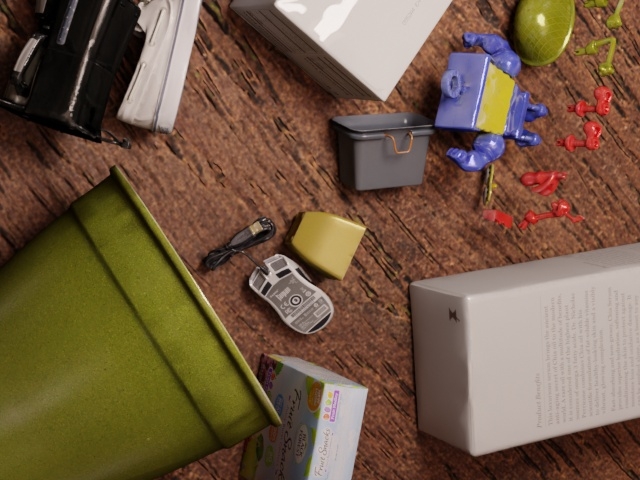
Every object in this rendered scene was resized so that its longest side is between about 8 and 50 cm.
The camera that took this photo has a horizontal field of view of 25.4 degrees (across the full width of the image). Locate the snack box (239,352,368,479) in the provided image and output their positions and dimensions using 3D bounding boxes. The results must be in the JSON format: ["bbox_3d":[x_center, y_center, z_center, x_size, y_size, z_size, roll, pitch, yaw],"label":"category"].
[{"bbox_3d":[-0.025,0.252,1.861,0.070,0.207,0.174,9,92,-27],"label":"snack box"}]

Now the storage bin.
[{"bbox_3d":[0.089,-0.119,1.939,0.135,0.098,0.091,-7,110,-25],"label":"storage bin"}]

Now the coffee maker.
[{"bbox_3d":[-0.282,-0.216,1.708,0.171,0.120,0.178,20,87,-7],"label":"coffee maker"}]

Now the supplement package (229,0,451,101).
[{"bbox_3d":[0.051,-0.347,1.855,0.204,0.145,0.262,38,79,-26],"label":"supplement package"}]

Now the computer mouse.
[{"bbox_3d":[-0.060,0.053,1.907,0.106,0.042,0.193,-40,118,7],"label":"computer mouse"}]

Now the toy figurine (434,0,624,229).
[{"bbox_3d":[0.256,-0.212,1.924,0.217,0.191,0.363,17,85,-42],"label":"toy figurine"}]

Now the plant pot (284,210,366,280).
[{"bbox_3d":[0.000,0.000,1.916,0.083,0.081,0.081,25,85,-12],"label":"plant pot"}]

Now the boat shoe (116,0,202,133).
[{"bbox_3d":[-0.198,-0.266,1.773,0.084,0.095,0.258,12,83,-7],"label":"boat shoe"}]

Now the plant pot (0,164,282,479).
[{"bbox_3d":[-0.290,0.160,1.667,0.353,0.366,0.366,-33,110,-7],"label":"plant pot"}]

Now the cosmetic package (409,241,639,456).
[{"bbox_3d":[0.367,0.146,2.067,0.453,0.161,0.230,-8,100,-25],"label":"cosmetic package"}]
